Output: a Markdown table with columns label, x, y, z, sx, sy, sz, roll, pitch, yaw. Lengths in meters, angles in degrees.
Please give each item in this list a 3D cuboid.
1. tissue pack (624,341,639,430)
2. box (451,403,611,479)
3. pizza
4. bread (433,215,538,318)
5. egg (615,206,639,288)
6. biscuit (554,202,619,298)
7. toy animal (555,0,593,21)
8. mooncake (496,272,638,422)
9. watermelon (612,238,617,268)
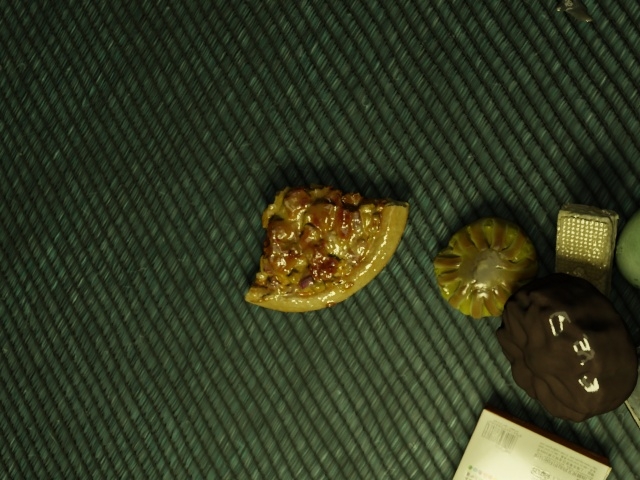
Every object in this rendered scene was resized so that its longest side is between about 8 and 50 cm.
| label | x | y | z | sx | sy | sz | roll | pitch | yaw |
| --- | --- | --- | --- | --- | --- | --- | --- | --- | --- |
| tissue pack | 0.729 | 0.329 | 1.738 | 0.259 | 0.122 | 0.361 | -28 | 69 | 8 |
| box | 0.408 | 0.479 | 1.855 | 0.274 | 0.091 | 0.220 | 25 | 95 | 15 |
| pizza | 0.000 | 0.000 | 1.987 | 0.409 | 0.114 | 0.277 | -25 | 86 | 10 |
| bread | 0.336 | 0.057 | 1.892 | 0.213 | 0.105 | 0.213 | 0 | 88 | 12 |
| egg | 0.666 | -0.004 | 1.769 | 0.236 | 0.169 | 0.169 | -46 | 77 | 9 |
| biscuit | 0.510 | 0.045 | 1.803 | 0.108 | 0.062 | 0.238 | 12 | 124 | 28 |
| toy animal | 0.457 | -0.612 | 1.906 | 0.206 | 0.081 | 0.367 | 2 | 80 | 19 |
| mooncake | 0.453 | 0.206 | 1.758 | 0.141 | 0.283 | 0.283 | -22 | 80 | -23 |
| watermelon | 0.539 | 0.018 | 1.858 | 0.106 | 0.062 | 0.105 | -4 | 80 | 22 |
